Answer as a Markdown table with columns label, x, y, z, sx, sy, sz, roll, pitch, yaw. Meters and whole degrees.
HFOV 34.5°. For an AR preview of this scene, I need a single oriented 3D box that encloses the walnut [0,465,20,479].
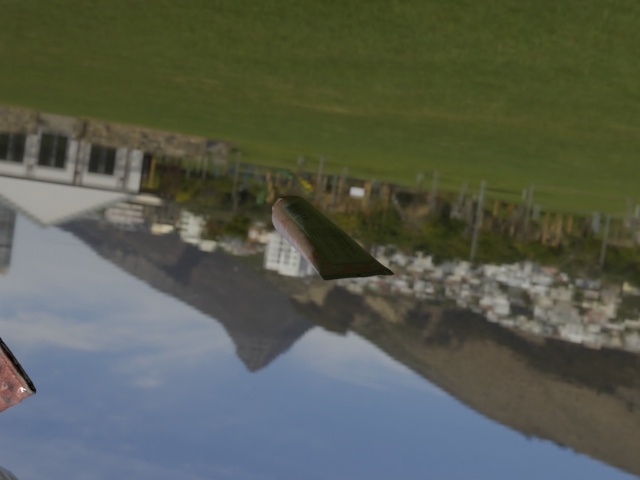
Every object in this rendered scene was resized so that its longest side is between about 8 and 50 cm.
| label | x | y | z | sx | sy | sz | roll | pitch | yaw |
| --- | --- | --- | --- | --- | --- | --- | --- | --- | --- |
| walnut | -0.249 | 0.196 | 0.323 | 0.308 | 0.354 | 0.398 | 48 | -178 | 29 |

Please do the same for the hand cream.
| label | x | y | z | sx | sy | sz | roll | pitch | yaw |
| --- | --- | --- | --- | --- | --- | --- | --- | --- | --- |
| hand cream | 0.000 | 0.000 | 0.981 | 0.067 | 0.043 | 0.210 | -1 | -161 | -19 |

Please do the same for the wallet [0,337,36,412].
| label | x | y | z | sx | sy | sz | roll | pitch | yaw |
| --- | --- | --- | --- | --- | --- | --- | --- | --- | --- |
| wallet | -0.327 | 0.124 | 0.783 | 0.196 | 0.103 | 0.020 | -29 | -153 | -1 |
